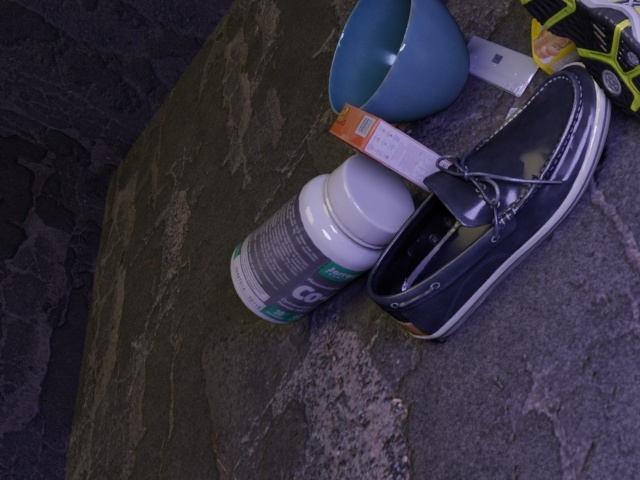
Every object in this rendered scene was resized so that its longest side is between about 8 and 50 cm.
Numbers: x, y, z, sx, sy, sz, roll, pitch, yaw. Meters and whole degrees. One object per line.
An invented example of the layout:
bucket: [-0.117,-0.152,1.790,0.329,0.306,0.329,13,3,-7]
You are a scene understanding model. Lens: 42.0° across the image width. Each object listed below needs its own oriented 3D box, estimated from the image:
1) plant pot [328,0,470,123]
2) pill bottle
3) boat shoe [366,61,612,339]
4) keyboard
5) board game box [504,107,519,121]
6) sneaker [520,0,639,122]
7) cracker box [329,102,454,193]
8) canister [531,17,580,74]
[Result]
plant pot: [0.171,-0.345,1.610,0.290,0.195,0.290,-44,37,46]
pill bottle: [0.000,0.000,1.612,0.361,0.204,0.204,-39,35,40]
boat shoe: [0.249,-0.061,1.269,0.500,0.156,0.187,-53,33,18]
keyboard: [0.325,-0.328,1.550,0.072,0.014,0.256,-53,29,9]
board game box: [0.332,-0.176,1.387,0.090,0.020,0.090,24,89,63]
sneaker: [0.423,-0.305,1.139,0.147,0.145,0.385,-27,63,-6]
cracker box: [0.146,-0.147,1.455,0.067,0.232,0.156,-59,27,6]
canister: [0.423,-0.355,1.332,0.170,0.073,0.126,-33,40,47]
